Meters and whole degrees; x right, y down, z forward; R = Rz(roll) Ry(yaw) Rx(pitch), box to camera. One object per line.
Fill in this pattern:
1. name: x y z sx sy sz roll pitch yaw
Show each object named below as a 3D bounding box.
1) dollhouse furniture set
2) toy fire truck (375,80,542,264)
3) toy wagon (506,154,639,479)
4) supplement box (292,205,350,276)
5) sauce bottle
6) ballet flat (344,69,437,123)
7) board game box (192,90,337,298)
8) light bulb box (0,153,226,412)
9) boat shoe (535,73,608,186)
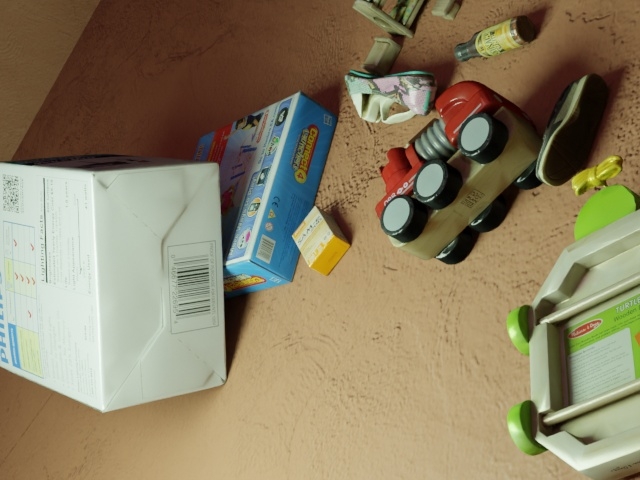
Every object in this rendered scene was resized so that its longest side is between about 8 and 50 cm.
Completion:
1. dollhouse furniture set: 0.125 -0.350 1.808 0.161 0.101 0.182 21 82 60
2. toy fire truck: 0.164 -0.117 1.531 0.217 0.158 0.246 -47 43 23
3. toy wagon: 0.308 0.066 1.203 0.267 0.068 0.344 -32 40 40
4. supplement box: 0.000 0.000 1.761 0.062 0.036 0.098 -52 30 13
5. sauce bottle: 0.237 -0.273 1.634 0.128 0.042 0.042 -17 51 53
6. ballet flat: 0.097 -0.215 1.776 0.221 0.076 0.079 16 97 59
7. board game box: -0.129 -0.060 1.961 0.302 0.086 0.308 -16 52 51
8. light bulb box: -0.343 0.047 1.879 0.361 0.225 0.358 9 103 51
9. boat shoe: 0.294 -0.129 1.414 0.152 0.056 0.049 -59 23 -17
